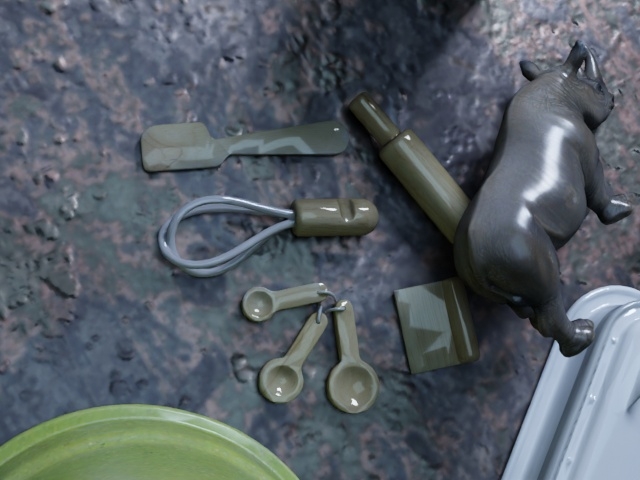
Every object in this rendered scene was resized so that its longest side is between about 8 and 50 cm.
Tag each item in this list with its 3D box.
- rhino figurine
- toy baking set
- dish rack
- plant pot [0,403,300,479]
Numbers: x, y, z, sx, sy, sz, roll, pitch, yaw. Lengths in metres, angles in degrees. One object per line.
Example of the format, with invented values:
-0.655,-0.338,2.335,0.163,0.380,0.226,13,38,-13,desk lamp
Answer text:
0.157,-0.047,0.746,0.106,0.073,0.243,38,57,-25,rhino figurine
0.006,-0.003,0.733,0.197,0.030,0.256,-36,91,-17,toy baking set
0.255,0.218,0.741,0.286,0.072,0.332,27,74,-8,dish rack
-0.086,0.217,0.556,0.276,0.254,0.276,3,79,-14,plant pot
